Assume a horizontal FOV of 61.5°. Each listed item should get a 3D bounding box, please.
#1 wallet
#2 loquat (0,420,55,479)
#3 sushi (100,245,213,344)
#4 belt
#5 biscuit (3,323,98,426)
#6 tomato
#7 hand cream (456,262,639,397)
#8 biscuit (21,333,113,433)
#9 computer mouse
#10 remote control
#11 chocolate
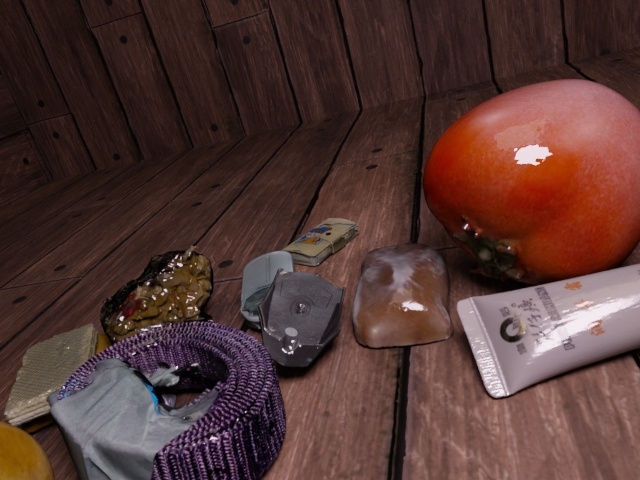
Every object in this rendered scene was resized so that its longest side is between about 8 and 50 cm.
[{"bbox_3d":[0.000,0.000,1.152,0.110,0.039,0.155,6,32,44],"label":"wallet"},{"bbox_3d":[-0.396,0.286,0.566,0.213,0.213,0.213,-14,23,6],"label":"loquat"},{"bbox_3d":[-0.277,0.116,0.958,0.212,0.147,0.115,-40,26,-24],"label":"sushi"},{"bbox_3d":[-0.189,0.214,0.697,0.260,0.122,0.325,-25,26,-36],"label":"belt"},{"bbox_3d":[-0.426,0.208,0.867,0.121,0.040,0.199,-20,23,-12],"label":"biscuit"},{"bbox_3d":[0.324,-0.090,0.795,0.322,0.321,0.321,-14,23,6],"label":"tomato"},{"bbox_3d":[0.337,0.090,0.667,0.314,0.089,0.139,-19,50,6],"label":"hand cream"},{"bbox_3d":[-0.415,0.230,0.908,0.174,0.039,0.183,-28,25,-20],"label":"biscuit"},{"bbox_3d":[-0.033,0.121,0.837,0.126,0.071,0.231,14,30,0],"label":"computer mouse"},{"bbox_3d":[-0.092,0.088,0.997,0.104,0.052,0.247,-17,23,2],"label":"remote control"},{"bbox_3d":[0.126,0.065,0.869,0.157,0.080,0.254,-10,24,15],"label":"chocolate"}]
